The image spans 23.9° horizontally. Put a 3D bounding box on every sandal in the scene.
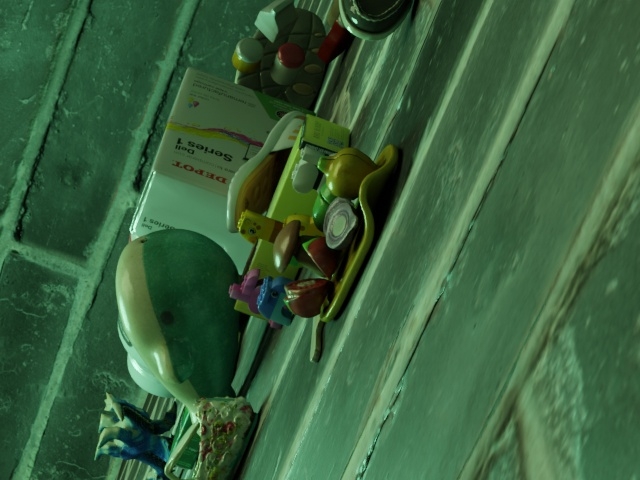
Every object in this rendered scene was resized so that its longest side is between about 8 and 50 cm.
[{"bbox_3d":[-0.042,-0.072,1.859,0.265,0.076,0.102,-56,-25,-58],"label":"sandal"}]

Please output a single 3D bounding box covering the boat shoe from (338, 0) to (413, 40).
[{"bbox_3d":[0.077,-0.313,1.601,0.069,0.081,0.228,113,176,-58],"label":"boat shoe"}]

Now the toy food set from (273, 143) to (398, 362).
[{"bbox_3d":[0.000,0.000,1.367,0.128,0.071,0.218,-81,13,-58],"label":"toy food set"}]

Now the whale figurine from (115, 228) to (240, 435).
[{"bbox_3d":[-0.147,0.112,1.855,0.216,0.141,0.272,-88,-23,-70],"label":"whale figurine"}]

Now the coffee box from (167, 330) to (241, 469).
[{"bbox_3d":[-0.163,0.220,2.138,0.113,0.040,0.184,-80,12,-58],"label":"coffee box"}]

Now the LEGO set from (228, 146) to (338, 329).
[{"bbox_3d":[-0.050,0.003,1.657,0.087,0.093,0.227,-85,17,-64],"label":"LEGO set"}]

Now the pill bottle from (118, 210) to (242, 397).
[{"bbox_3d":[-0.204,0.086,2.209,0.318,0.176,0.176,106,178,-46],"label":"pill bottle"}]

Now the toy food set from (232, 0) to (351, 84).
[{"bbox_3d":[-0.013,-0.309,2.097,0.232,0.111,0.104,-38,-8,-27],"label":"toy food set"}]

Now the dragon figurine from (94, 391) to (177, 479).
[{"bbox_3d":[-0.251,0.282,2.219,0.289,0.144,0.085,115,162,-61],"label":"dragon figurine"}]

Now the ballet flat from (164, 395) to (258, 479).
[{"bbox_3d":[-0.141,0.278,1.659,0.091,0.077,0.241,-140,70,-82],"label":"ballet flat"}]

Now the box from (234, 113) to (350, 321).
[{"bbox_3d":[-0.034,-0.024,1.751,0.087,0.058,0.232,-84,16,-66],"label":"box"}]

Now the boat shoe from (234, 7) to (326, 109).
[{"bbox_3d":[-0.088,-0.191,2.344,0.130,0.132,0.355,138,152,-75],"label":"boat shoe"}]

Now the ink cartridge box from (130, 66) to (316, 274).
[{"bbox_3d":[-0.129,-0.096,2.088,0.278,0.201,0.117,-80,12,-53],"label":"ink cartridge box"}]
